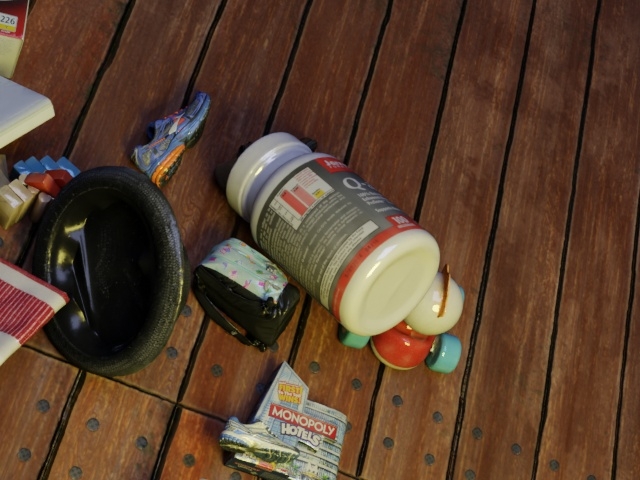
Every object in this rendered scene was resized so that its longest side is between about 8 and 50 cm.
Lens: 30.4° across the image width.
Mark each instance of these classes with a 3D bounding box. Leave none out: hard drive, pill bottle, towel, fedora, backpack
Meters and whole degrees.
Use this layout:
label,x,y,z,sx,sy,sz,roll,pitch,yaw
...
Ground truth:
label,x,y,z,sx,sy,sz,roll,pitch,yaw
hard drive,-0.615,-0.174,1.908,0.203,0.040,0.307,25,48,32
pill bottle,0.011,-0.021,2.007,0.210,0.210,0.363,-25,51,-33
towel,-0.574,0.133,1.771,0.237,0.037,0.329,27,49,19
fedora,-0.310,0.050,1.902,0.152,0.334,0.334,3,58,-62
backpack,-0.129,0.085,2.022,0.182,0.152,0.115,35,49,9

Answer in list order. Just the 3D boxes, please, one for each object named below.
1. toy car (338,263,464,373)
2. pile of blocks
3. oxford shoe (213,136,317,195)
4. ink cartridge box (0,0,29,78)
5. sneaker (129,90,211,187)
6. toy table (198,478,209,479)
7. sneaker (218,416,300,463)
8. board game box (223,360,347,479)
label,x,y,z,sx,sy,sz,roll,pitch,yaw
toy car,0.184,0.101,2.093,0.219,0.238,0.210,18,59,-17
pile of blocks,-0.492,-0.100,1.948,0.362,0.112,0.148,-4,67,-28
oxford shoe,-0.100,-0.154,2.184,0.227,0.083,0.096,-27,70,-37
ink cartridge box,-0.662,-0.456,2.037,0.310,0.130,0.271,11,60,-20
sneaker,-0.267,-0.199,2.129,0.087,0.083,0.221,30,52,0
toy table,-0.207,0.487,1.714,0.274,0.252,0.160,-61,140,-44
sneaker,-0.093,0.316,1.893,0.135,0.052,0.058,20,55,-15
board game box,-0.044,0.312,1.985,0.194,0.060,0.194,21,59,-15
